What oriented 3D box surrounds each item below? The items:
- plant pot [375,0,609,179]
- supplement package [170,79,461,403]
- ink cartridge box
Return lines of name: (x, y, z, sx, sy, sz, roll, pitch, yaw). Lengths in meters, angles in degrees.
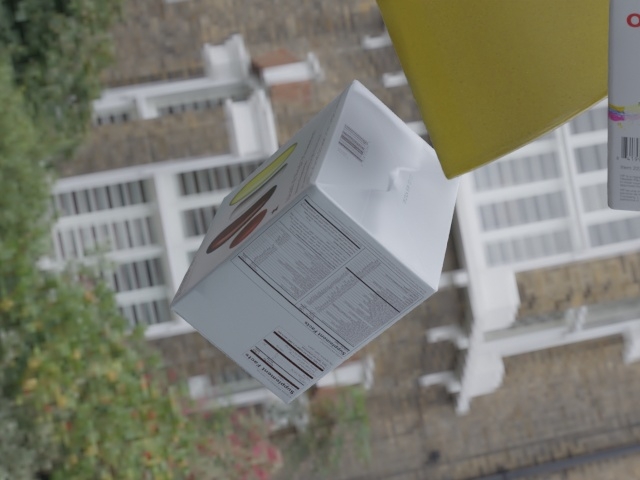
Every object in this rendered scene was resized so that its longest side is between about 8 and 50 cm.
plant pot: (0.169, -0.209, 1.146, 0.212, 0.187, 0.212, -75, 147, -55)
supplement package: (0.000, 0.000, 1.254, 0.203, 0.149, 0.194, -40, -163, 32)
ink cartridge box: (0.197, -0.078, 0.705, 0.052, 0.088, 0.122, -55, 145, -53)
